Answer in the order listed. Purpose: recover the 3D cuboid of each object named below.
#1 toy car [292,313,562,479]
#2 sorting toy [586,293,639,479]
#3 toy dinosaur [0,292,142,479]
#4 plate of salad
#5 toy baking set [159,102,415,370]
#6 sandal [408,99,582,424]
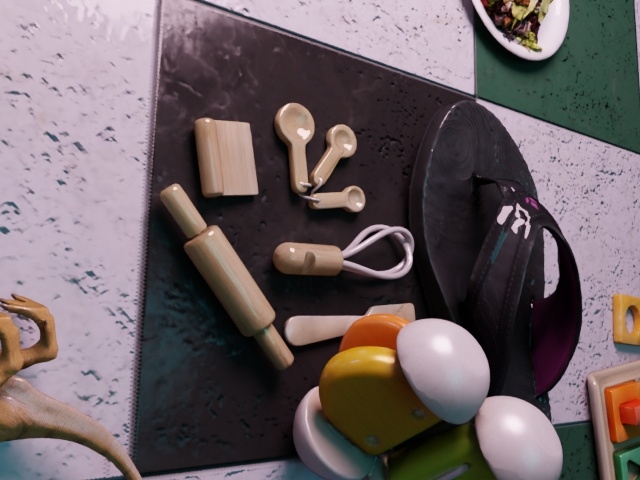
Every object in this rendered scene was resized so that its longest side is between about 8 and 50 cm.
[{"bbox_3d":[0.081,0.133,0.473,0.182,0.159,0.136,47,28,-8],"label":"toy car"},{"bbox_3d":[0.402,0.238,0.741,0.196,0.047,0.347,-3,85,-36],"label":"sorting toy"},{"bbox_3d":[-0.181,0.094,0.349,0.212,0.064,0.112,16,93,-23],"label":"toy dinosaur"},{"bbox_3d":[0.235,-0.307,0.696,0.200,0.048,0.199,5,81,-36],"label":"plate of salad"},{"bbox_3d":[-0.005,0.002,0.493,0.197,0.030,0.256,-36,104,-33],"label":"toy baking set"},{"bbox_3d":[0.187,0.083,0.572,0.168,0.107,0.445,-4,87,-35],"label":"sandal"}]
